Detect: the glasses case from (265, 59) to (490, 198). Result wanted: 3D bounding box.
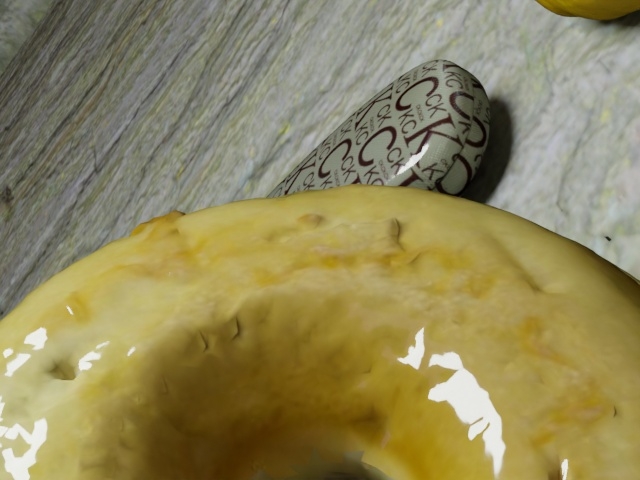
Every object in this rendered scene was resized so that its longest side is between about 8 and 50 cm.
[{"bbox_3d":[0.000,0.000,1.243,0.355,0.085,0.137,-44,27,31],"label":"glasses case"}]

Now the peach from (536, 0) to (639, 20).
[{"bbox_3d":[0.203,-0.233,1.104,0.179,0.103,0.179,-43,26,26],"label":"peach"}]

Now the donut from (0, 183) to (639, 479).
[{"bbox_3d":[0.012,0.148,0.689,0.449,0.198,0.449,-7,42,7],"label":"donut"}]
